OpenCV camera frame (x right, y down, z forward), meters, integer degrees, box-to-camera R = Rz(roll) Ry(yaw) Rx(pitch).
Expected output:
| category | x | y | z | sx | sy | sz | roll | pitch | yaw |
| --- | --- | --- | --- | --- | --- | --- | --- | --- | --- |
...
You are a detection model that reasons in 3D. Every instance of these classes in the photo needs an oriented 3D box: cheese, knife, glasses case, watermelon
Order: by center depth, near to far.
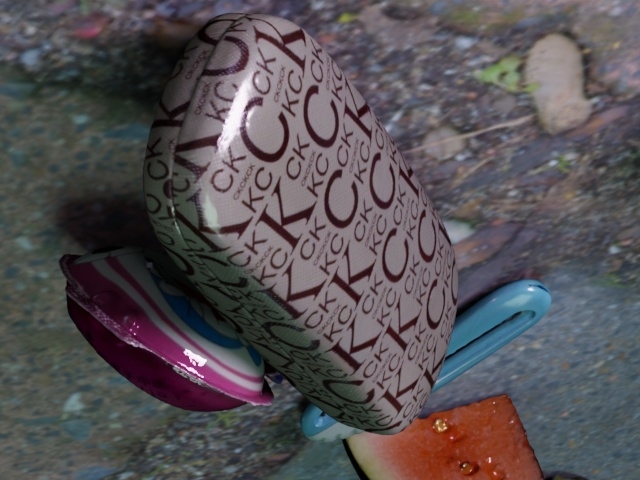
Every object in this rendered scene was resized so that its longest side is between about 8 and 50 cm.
| category | x | y | z | sx | sy | sz | roll | pitch | yaw |
| --- | --- | --- | --- | --- | --- | --- | --- | --- | --- |
| glasses case | 0.000 | 0.000 | 1.123 | 0.085 | 0.137 | 0.355 | 9 | 158 | 26 |
| cheese | -0.076 | 0.056 | 1.196 | 0.062 | 0.155 | 0.244 | -54 | 155 | 8 |
| knife | 0.074 | 0.090 | 1.403 | 0.222 | 0.031 | 0.064 | -35 | 140 | 28 |
| watermelon | 0.112 | 0.202 | 1.529 | 0.137 | 0.193 | 0.145 | -53 | 164 | -26 |

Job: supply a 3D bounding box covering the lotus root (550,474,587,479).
| category | x | y | z | sx | sy | sz | roll | pitch | yaw |
| --- | --- | --- | --- | --- | --- | --- | --- | --- | --- |
| lotus root | 0.168 | 0.283 | 1.711 | 0.183 | 0.078 | 0.203 | 2 | 146 | -26 |
